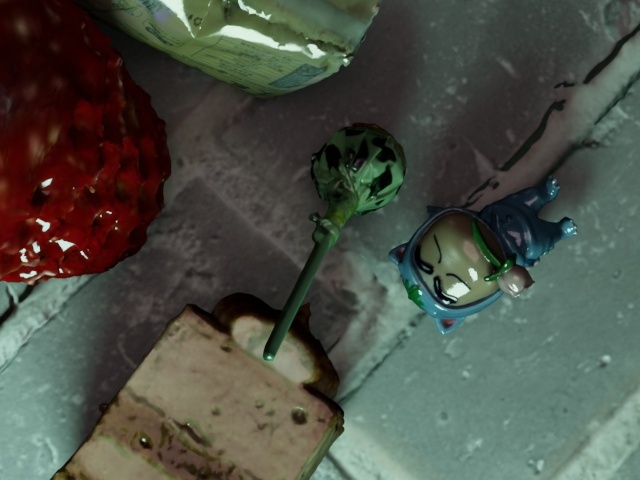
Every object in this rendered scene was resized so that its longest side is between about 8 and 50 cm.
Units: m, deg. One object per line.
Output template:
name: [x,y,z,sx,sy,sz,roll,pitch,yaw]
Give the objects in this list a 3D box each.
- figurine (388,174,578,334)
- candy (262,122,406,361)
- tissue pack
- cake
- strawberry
figurine: [0.159,0.003,1.353,0.178,0.144,0.114,-29,92,-13]
candy: [0.000,0.000,1.302,0.091,0.305,0.083,-15,123,36]
tissue pack: [-0.100,-0.222,1.286,0.256,0.215,0.123,27,77,-20]
cake: [-0.099,0.176,1.321,0.196,0.199,0.293,34,84,6]
strawberry: [-0.269,-0.088,1.264,0.345,0.295,0.318,23,54,-36]
